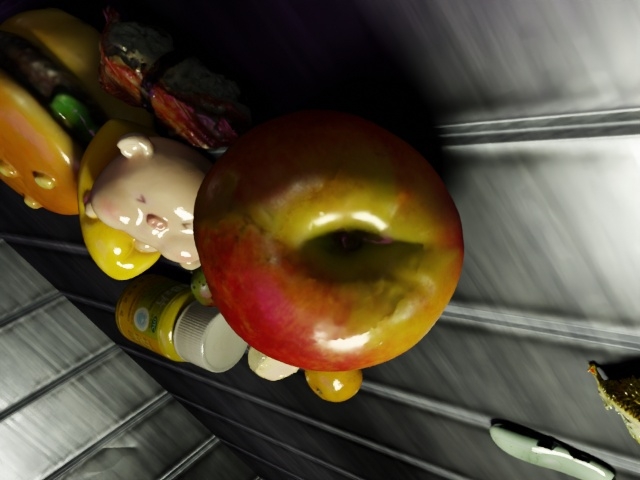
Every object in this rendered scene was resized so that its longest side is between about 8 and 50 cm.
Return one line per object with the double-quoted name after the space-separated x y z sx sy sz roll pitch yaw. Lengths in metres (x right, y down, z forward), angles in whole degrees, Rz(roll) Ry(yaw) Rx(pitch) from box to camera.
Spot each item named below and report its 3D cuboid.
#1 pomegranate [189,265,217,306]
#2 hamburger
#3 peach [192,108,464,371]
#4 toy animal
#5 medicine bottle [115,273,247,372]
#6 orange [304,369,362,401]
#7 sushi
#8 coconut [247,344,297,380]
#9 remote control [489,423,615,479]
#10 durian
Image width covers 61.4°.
-0.280 0.109 1.394 0.129 0.129 0.159 49 154 -16 "pomegranate"
-0.552 -0.245 1.078 0.396 0.277 0.396 26 147 18 "hamburger"
0.000 0.000 0.782 0.388 0.388 0.388 26 146 19 "peach"
-0.265 -0.044 0.974 0.247 0.277 0.345 6 157 42 "toy animal"
-0.407 0.241 1.590 0.384 0.224 0.224 13 140 35 "medicine bottle"
0.029 0.341 1.378 0.156 0.124 0.156 24 147 17 "orange"
-0.254 -0.264 0.911 0.332 0.130 0.124 32 143 1 "sushi"
-0.120 0.274 1.428 0.147 0.153 0.147 -2 133 -2 "coconut"
0.484 0.458 1.146 0.256 0.045 0.097 13 140 31 "remote control"
0.512 0.265 0.843 0.208 0.102 0.146 45 176 40 "durian"
